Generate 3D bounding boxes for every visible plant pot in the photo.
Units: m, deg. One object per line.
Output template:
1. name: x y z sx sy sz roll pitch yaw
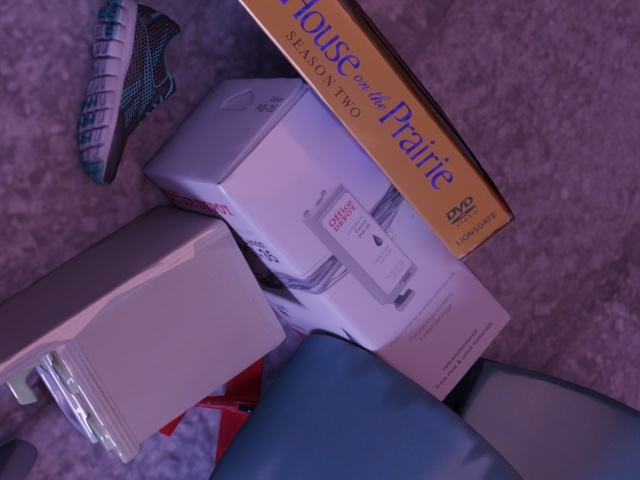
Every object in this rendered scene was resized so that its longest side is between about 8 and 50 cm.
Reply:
1. plant pot: 0.021 0.265 1.073 0.235 0.293 0.293 -48 113 -19
2. plant pot: 0.211 0.211 1.249 0.234 0.165 0.166 29 82 -20

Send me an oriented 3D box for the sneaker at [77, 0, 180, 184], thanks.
1. sneaker: -0.161 -0.127 1.080 0.076 0.065 0.167 11 92 -31

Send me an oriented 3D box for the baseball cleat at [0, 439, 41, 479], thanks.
1. baseball cleat: -0.332 0.221 1.024 0.206 0.072 0.109 -44 111 -17

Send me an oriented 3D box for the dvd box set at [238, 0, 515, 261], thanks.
1. dvd box set: -0.017 -0.202 1.013 0.062 0.308 0.420 -38 112 9

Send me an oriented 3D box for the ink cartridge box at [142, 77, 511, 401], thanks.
1. ink cartridge box: 0.000 0.000 1.091 0.117 0.207 0.283 -48 113 -13

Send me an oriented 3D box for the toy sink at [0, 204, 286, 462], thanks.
1. toy sink: -0.173 0.089 1.045 0.234 0.152 0.131 -34 110 -21

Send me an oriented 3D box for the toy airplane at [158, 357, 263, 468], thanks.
1. toy airplane: -0.094 0.149 1.160 0.151 0.028 0.151 -4 98 -26
